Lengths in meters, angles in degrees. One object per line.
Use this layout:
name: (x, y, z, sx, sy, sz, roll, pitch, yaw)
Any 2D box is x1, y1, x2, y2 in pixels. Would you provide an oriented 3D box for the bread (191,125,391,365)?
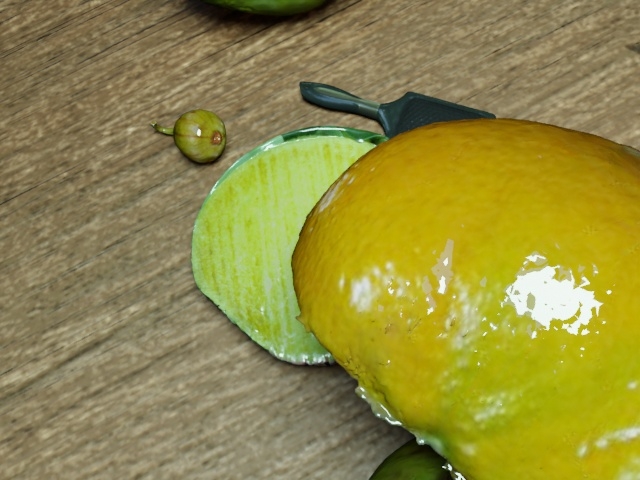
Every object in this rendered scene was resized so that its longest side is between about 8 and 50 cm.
bread: (0.000, 0.000, 0.665, 0.229, 0.033, 0.228, -3, 64, 6)

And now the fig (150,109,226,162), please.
fig: (-0.126, -0.102, 0.732, 0.083, 0.050, 0.050, 16, 67, 33)

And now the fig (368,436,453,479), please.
fig: (0.105, 0.212, 0.468, 0.181, 0.181, 0.190, -5, 89, 7)

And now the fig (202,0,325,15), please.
fig: (-0.037, -0.363, 0.748, 0.233, 0.233, 0.314, 15, 63, 17)

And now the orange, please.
orange: (0.143, 0.056, 0.497, 0.274, 0.274, 0.310, -23, 85, -2)

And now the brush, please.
brush: (0.066, -0.117, 0.720, 0.194, 0.016, 0.062, 18, 67, 17)
